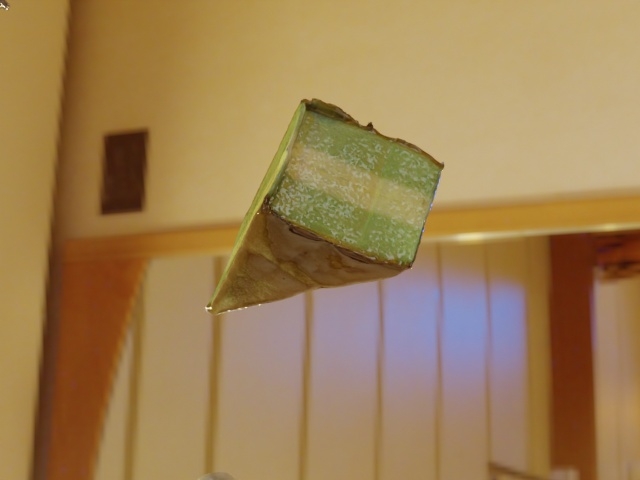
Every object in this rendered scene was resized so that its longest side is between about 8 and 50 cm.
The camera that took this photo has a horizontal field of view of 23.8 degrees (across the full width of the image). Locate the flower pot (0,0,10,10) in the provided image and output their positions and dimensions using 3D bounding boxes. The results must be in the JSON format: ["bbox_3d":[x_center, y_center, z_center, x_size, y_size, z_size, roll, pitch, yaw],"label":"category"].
[{"bbox_3d":[-0.327,-0.200,1.255,0.089,0.111,0.111,-48,-35,-3],"label":"flower pot"}]

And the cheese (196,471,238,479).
[{"bbox_3d":[-0.076,0.284,1.364,0.043,0.194,0.065,19,-70,-31],"label":"cheese"}]

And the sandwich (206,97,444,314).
[{"bbox_3d":[0.000,0.000,0.735,0.116,0.074,0.074,121,171,-57],"label":"sandwich"}]
